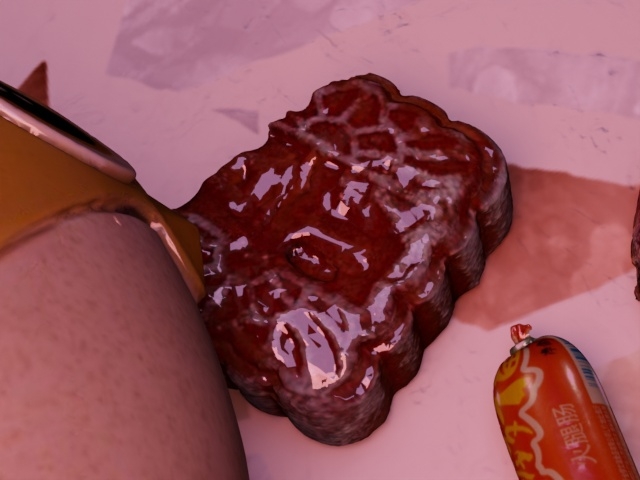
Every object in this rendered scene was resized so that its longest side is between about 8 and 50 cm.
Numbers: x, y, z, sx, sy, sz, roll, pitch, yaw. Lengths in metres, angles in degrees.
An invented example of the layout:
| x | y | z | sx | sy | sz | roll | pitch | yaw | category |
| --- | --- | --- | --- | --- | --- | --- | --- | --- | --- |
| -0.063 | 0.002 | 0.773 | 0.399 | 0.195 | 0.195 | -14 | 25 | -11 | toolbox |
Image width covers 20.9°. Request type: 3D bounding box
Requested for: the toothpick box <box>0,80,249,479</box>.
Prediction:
| x | y | z | sx | sy | sz | roll | pitch | yaw | category |
| --- | --- | --- | --- | --- | --- | --- | --- | --- | --- |
| -0.246 | 0.101 | 0.953 | 0.409 | 0.409 | 0.425 | -22 | 59 | -1 | toothpick box |

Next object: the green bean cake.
| x | y | z | sx | sy | sz | roll | pitch | yaw | category |
| --- | --- | --- | --- | --- | --- | --- | --- | --- | --- |
| 0.000 | 0.000 | 1.130 | 0.198 | 0.097 | 0.232 | 33 | 75 | 21 | green bean cake |

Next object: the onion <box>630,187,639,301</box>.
| x | y | z | sx | sy | sz | roll | pitch | yaw | category |
| --- | --- | --- | --- | --- | --- | --- | --- | --- | --- |
| 0.270 | -0.013 | 1.093 | 0.151 | 0.098 | 0.206 | -9 | 64 | 6 | onion |

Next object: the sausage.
| x | y | z | sx | sy | sz | roll | pitch | yaw | category |
| --- | --- | --- | --- | --- | --- | --- | --- | --- | --- |
| 0.164 | 0.164 | 1.043 | 0.083 | 0.083 | 0.264 | -19 | 62 | 0 | sausage |
